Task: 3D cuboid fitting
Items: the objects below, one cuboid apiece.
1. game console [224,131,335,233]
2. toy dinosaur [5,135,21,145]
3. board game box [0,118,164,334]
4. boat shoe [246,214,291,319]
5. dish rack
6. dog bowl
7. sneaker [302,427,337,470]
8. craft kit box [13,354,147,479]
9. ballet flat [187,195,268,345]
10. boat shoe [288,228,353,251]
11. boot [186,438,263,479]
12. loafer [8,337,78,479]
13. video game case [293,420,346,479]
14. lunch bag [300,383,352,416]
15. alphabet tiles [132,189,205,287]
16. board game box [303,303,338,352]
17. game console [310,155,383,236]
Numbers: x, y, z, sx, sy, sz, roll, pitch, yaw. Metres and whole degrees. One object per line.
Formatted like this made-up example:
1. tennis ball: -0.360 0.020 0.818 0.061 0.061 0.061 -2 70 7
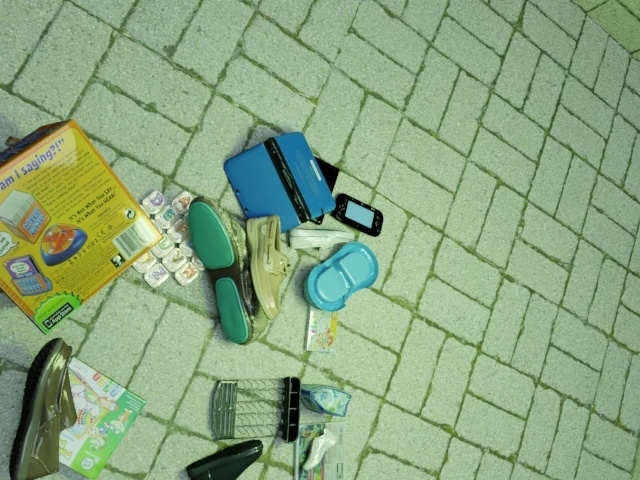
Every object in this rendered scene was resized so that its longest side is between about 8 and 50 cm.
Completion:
1. game console: -0.128 -0.180 1.999 0.250 0.173 0.293 -26 91 -50
2. toy dinosaur: -0.771 -0.225 1.694 0.211 0.064 0.112 23 73 -23
3. board game box: -0.687 -0.047 1.510 0.356 0.356 0.356 -43 119 -23
4. boat shoe: -0.149 0.071 1.834 0.110 0.121 0.341 -13 64 3
5. dish rack: -0.199 0.525 1.894 0.272 0.074 0.208 6 81 -26
6. dog bowl: 0.064 0.126 2.055 0.297 0.074 0.166 -35 94 -31
7. sneaker: -0.013 0.672 1.963 0.061 0.054 0.152 48 61 -5
8. craft kit box: -0.656 0.488 1.681 0.250 0.061 0.246 38 72 -18
9. ballet flat: -0.269 0.079 1.868 0.182 0.164 0.482 -36 114 -55
10. boat shoe: 0.000 0.000 2.058 0.226 0.083 0.075 3 95 -15
11. boot: -0.254 0.725 1.806 0.246 0.094 0.207 -22 93 -2
12. loafer: -0.698 0.435 1.578 0.130 0.134 0.366 16 82 -35
13. video game case: -0.001 0.702 2.004 0.183 0.023 0.201 4 83 -26
14. lunch bag: 0.002 0.508 1.966 0.151 0.129 0.096 27 73 -23
15. alphabet tiles: -0.457 -0.006 1.852 0.278 0.021 0.284 -44 104 -24
16. board game box: 0.002 0.295 2.047 0.103 0.026 0.154 10 80 -25
17. game console: 0.071 -0.133 2.119 0.361 0.044 0.213 24 74 -23
